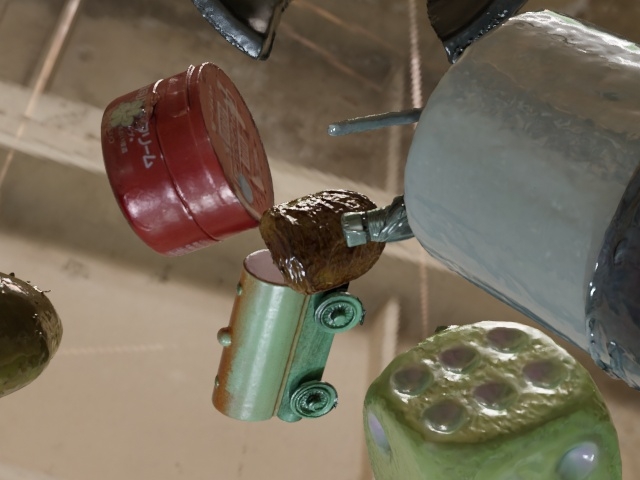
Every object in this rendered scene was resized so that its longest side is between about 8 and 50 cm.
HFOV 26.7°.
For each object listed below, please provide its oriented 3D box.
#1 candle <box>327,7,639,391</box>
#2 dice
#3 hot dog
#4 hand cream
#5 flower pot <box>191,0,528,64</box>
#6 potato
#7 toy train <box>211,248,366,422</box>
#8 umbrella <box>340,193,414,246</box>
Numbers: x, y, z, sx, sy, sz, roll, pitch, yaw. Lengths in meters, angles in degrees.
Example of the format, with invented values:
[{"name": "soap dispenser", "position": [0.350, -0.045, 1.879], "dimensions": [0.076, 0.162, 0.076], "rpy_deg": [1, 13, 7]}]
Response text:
[{"name": "candle", "position": [0.196, -0.038, 0.941], "dimensions": [0.221, 0.221, 0.342], "rpy_deg": [-7, -149, -41]}, {"name": "dice", "position": [0.210, 0.268, 1.704], "dimensions": [0.252, 0.250, 0.254], "rpy_deg": [-22, -147, -18]}, {"name": "hot dog", "position": [0.001, -0.002, 1.326], "dimensions": [0.147, 0.065, 0.099], "rpy_deg": [-21, -100, -45]}, {"name": "hand cream", "position": [-0.166, -0.099, 1.705], "dimensions": [0.230, 0.149, 0.230], "rpy_deg": [57, -159, -36]}, {"name": "flower pot", "position": [0.041, -0.361, 1.334], "dimensions": [0.379, 0.379, 0.251], "rpy_deg": [29, -164, -3]}, {"name": "potato", "position": [-0.408, 0.103, 1.555], "dimensions": [0.191, 0.141, 0.296], "rpy_deg": [41, -162, 15]}, {"name": "toy train", "position": [-0.052, 0.131, 1.802], "dimensions": [0.177, 0.285, 0.116], "rpy_deg": [2, -144, -19]}, {"name": "umbrella", "position": [0.112, -0.030, 1.269], "dimensions": [0.188, 0.050, 0.046], "rpy_deg": [-9, -138, -1]}]
